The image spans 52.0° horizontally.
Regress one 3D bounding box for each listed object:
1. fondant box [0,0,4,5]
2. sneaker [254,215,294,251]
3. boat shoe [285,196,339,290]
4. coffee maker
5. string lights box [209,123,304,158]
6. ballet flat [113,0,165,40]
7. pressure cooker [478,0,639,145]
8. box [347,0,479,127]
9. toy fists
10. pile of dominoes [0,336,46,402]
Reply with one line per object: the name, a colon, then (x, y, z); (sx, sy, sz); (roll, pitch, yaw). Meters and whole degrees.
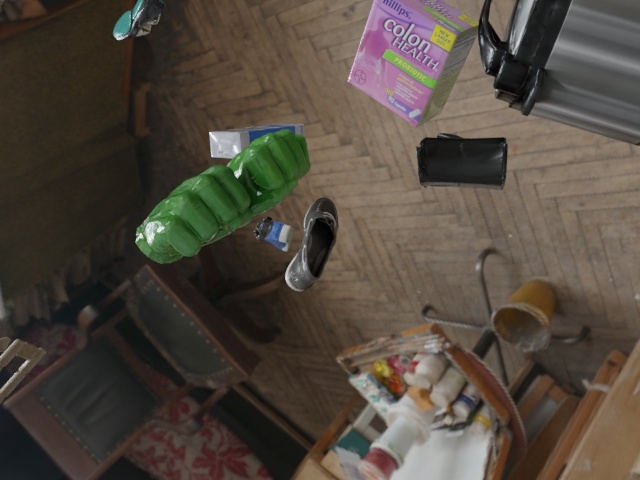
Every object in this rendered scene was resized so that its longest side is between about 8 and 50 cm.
fondant box: (-0.453, -0.385, 0.742); (0.330, 0.096, 0.238); (-38, 114, 26)
sneaker: (-0.110, -0.016, 1.535); (0.085, 0.058, 0.152); (19, 173, 4)
boat shoe: (0.000, 0.000, 1.887); (0.112, 0.335, 0.096); (38, 141, -23)
coffee maker: (0.300, -0.158, 1.376); (0.179, 0.171, 0.120); (2, 107, 16)
string lights box: (-0.180, -0.292, 1.917); (0.133, 0.260, 0.076); (10, 109, 40)
ballet flat: (-0.435, -0.533, 1.589); (0.203, 0.074, 0.074); (-20, 108, 49)
pressure cooker: (0.531, -0.417, 1.313); (0.421, 0.370, 0.375); (18, 110, 6)
box: (0.207, -0.423, 1.490); (0.214, 0.117, 0.242); (39, 136, 18)
toy fists: (-0.120, -0.063, 0.899); (0.096, 0.279, 0.142); (54, 141, -1)
pile of dominoes: (-0.650, 0.274, 1.212); (0.040, 0.251, 0.196); (35, 164, 15)
